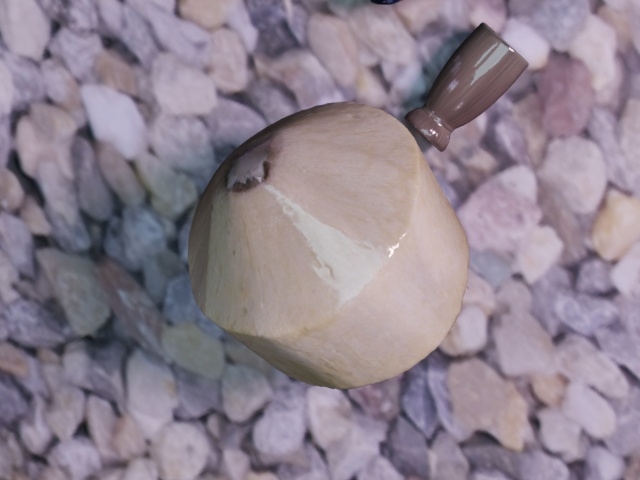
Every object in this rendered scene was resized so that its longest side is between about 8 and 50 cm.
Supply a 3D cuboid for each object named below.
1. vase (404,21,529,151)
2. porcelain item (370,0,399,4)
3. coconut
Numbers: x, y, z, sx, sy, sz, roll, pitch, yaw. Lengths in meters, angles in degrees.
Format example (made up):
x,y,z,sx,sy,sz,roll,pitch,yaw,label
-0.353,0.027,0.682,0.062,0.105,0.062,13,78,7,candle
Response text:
x,y,z,sx,sy,sz,roll,pitch,yaw,label
0.116,-0.123,0.978,0.053,0.053,0.101,42,101,-2,vase
0.077,-0.334,0.930,0.186,0.138,0.288,-19,99,21,porcelain item
0.000,0.000,0.902,0.202,0.222,0.202,-15,53,21,coconut
